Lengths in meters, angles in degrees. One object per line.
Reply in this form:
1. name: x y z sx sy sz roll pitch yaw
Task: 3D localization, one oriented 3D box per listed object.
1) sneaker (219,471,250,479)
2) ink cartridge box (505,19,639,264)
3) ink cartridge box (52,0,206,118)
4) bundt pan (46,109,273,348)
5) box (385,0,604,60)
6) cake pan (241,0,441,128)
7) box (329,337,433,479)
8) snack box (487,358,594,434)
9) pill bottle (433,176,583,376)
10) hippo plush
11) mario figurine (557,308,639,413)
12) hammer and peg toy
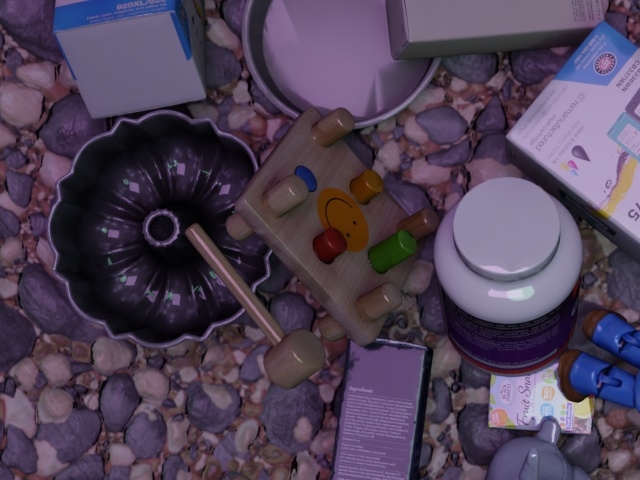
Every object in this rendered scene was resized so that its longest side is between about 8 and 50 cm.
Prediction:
1. sneaker: -0.093 0.470 1.774 0.121 0.108 0.302 -32 72 17
2. ink cartridge box: 0.408 -0.113 1.708 0.270 0.197 0.198 39 92 10
3. ink cartridge box: -0.257 -0.318 1.794 0.168 0.171 0.232 -10 51 6
4. bundt pan: -0.208 -0.010 1.828 0.331 0.124 0.331 -1 84 8
5. box: 0.234 -0.309 1.761 0.275 0.113 0.094 -5 85 -11
6. cake pan: 0.035 -0.298 1.854 0.293 0.054 0.293 -1 85 8
7. box: 0.084 0.236 1.747 0.108 0.153 0.207 7 87 9
8. snack box: 0.302 0.210 1.774 0.141 0.037 0.100 3 83 9
9. pill bottle: 0.237 0.045 1.642 0.181 0.323 0.181 -3 67 7
10. hippo plush: 0.264 0.370 1.657 0.294 0.236 0.234 39 102 -18
11. mario figurine: 0.466 0.216 1.648 0.320 0.170 0.198 29 117 39
12. hammer and peg toy: 0.000 0.000 1.661 0.127 0.361 0.266 -32 105 36
